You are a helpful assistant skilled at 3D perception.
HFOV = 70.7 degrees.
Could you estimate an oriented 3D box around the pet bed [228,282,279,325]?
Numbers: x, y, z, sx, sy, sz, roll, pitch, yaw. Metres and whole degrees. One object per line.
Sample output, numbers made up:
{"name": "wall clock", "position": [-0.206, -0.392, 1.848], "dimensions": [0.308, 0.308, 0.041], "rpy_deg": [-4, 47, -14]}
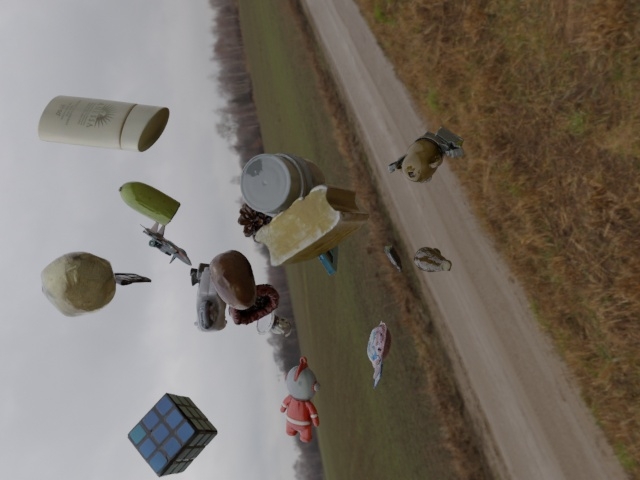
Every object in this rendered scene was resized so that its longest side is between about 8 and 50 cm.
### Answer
{"name": "pet bed", "position": [-0.239, 0.230, 1.627], "dimensions": [0.053, 0.201, 0.201], "rpy_deg": [54, 161, 34]}

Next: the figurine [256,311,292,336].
{"name": "figurine", "position": [-0.206, 0.400, 2.120], "dimensions": [0.153, 0.132, 0.132], "rpy_deg": [28, -150, -34]}

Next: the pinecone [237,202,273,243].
{"name": "pinecone", "position": [-0.280, -0.105, 2.169], "dimensions": [0.264, 0.263, 0.264], "rpy_deg": [169, 90, -84]}

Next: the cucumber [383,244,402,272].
{"name": "cucumber", "position": [0.285, 0.074, 1.716], "dimensions": [0.163, 0.043, 0.039], "rpy_deg": [50, -158, -41]}

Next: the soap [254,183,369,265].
{"name": "soap", "position": [-0.015, -0.051, 1.495], "dimensions": [0.156, 0.293, 0.335], "rpy_deg": [61, -162, 9]}

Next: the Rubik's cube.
{"name": "Rubik's cube", "position": [-0.429, 0.566, 1.323], "dimensions": [0.162, 0.160, 0.163], "rpy_deg": [39, 168, 21]}

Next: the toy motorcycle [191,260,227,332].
{"name": "toy motorcycle", "position": [-0.326, 0.186, 1.353], "dimensions": [0.260, 0.110, 0.171], "rpy_deg": [-102, 13, -56]}

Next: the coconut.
{"name": "coconut", "position": [-0.749, 0.129, 1.399], "dimensions": [0.224, 0.224, 0.225], "rpy_deg": [169, 90, -84]}

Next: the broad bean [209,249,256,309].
{"name": "broad bean", "position": [-0.177, 0.079, 0.916], "dimensions": [0.114, 0.084, 0.165], "rpy_deg": [38, -174, -18]}

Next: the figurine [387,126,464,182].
{"name": "figurine", "position": [0.441, -0.349, 1.885], "dimensions": [0.167, 0.285, 0.342], "rpy_deg": [48, 141, -3]}

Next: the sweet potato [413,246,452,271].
{"name": "sweet potato", "position": [0.379, 0.062, 1.528], "dimensions": [0.286, 0.111, 0.085], "rpy_deg": [64, -161, -88]}

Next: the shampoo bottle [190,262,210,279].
{"name": "shampoo bottle", "position": [-0.515, 0.171, 2.221], "dimensions": [0.079, 0.245, 0.080], "rpy_deg": [-97, 19, -57]}

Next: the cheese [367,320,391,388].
{"name": "cheese", "position": [0.229, 0.440, 1.772], "dimensions": [0.286, 0.074, 0.189], "rpy_deg": [-77, 1, -50]}

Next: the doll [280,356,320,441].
{"name": "doll", "position": [-0.079, 0.639, 1.842], "dimensions": [0.105, 0.199, 0.337], "rpy_deg": [-3, -83, -54]}

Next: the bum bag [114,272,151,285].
{"name": "bum bag", "position": [-0.725, 0.144, 1.696], "dimensions": [0.159, 0.109, 0.026], "rpy_deg": [11, -85, -66]}

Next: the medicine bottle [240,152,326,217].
{"name": "medicine bottle", "position": [-0.133, -0.200, 1.665], "dimensions": [0.306, 0.244, 0.245], "rpy_deg": [-5, -97, -69]}

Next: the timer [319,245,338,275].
{"name": "timer", "position": [0.000, 0.000, 1.827], "dimensions": [0.232, 0.091, 0.250], "rpy_deg": [59, -175, -22]}

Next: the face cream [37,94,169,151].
{"name": "face cream", "position": [-0.640, -0.346, 1.341], "dimensions": [0.081, 0.348, 0.174], "rpy_deg": [89, -170, -60]}

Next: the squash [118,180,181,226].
{"name": "squash", "position": [-0.746, -0.173, 1.951], "dimensions": [0.247, 0.132, 0.133], "rpy_deg": [34, -161, -28]}

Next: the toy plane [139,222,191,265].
{"name": "toy plane", "position": [-0.722, 0.033, 2.142], "dimensions": [0.326, 0.104, 0.223], "rpy_deg": [44, 179, 23]}
